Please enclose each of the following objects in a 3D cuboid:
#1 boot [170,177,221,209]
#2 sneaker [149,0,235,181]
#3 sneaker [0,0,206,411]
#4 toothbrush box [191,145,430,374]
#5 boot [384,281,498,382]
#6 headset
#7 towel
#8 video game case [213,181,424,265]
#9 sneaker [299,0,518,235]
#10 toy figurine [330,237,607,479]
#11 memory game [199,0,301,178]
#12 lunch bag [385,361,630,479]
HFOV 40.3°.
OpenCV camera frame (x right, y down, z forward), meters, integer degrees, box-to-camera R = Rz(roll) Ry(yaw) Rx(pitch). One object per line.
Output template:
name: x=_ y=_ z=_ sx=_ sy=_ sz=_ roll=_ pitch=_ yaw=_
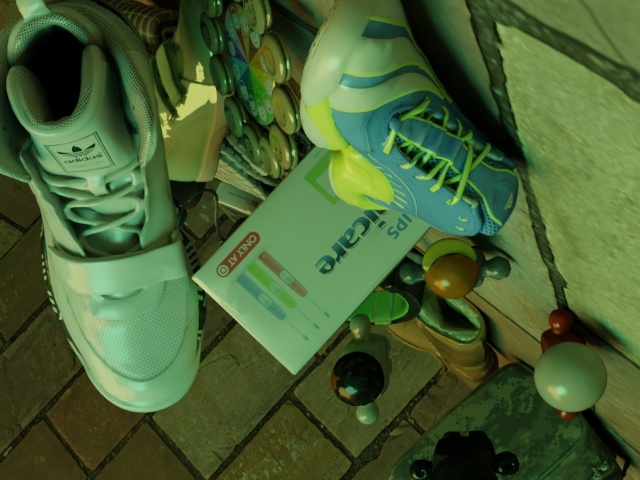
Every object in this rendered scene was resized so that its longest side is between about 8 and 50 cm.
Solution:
boot: x=-0.180 y=-0.105 z=1.575 sx=0.280 sy=0.096 sz=0.264 roll=48 pitch=-158 yaw=-47
sneaker: x=-0.169 y=-0.137 z=0.849 sx=0.256 sy=0.151 sz=0.094 roll=110 pitch=150 yaw=-54
sneaker: x=-0.177 y=-0.025 z=0.689 sx=0.210 sy=0.137 sz=0.366 roll=-150 pitch=50 yaw=-83
toothbrush box: x=0.008 y=0.008 z=0.836 sx=0.122 sy=0.206 sz=0.283 roll=43 pitch=177 yaw=3
boot: x=0.168 y=0.115 z=1.343 sx=0.236 sy=0.089 sz=0.269 roll=28 pitch=170 yaw=25
headset: x=-0.046 y=0.050 z=1.089 sx=0.394 sy=0.185 sz=0.243 roll=27 pitch=154 yaw=-35
towel: x=-0.161 y=-0.181 z=1.078 sx=0.235 sy=0.121 sz=0.283 roll=26 pitch=170 yaw=49
video game case: x=0.000 y=0.000 z=1.333 sx=0.300 sy=0.036 sz=0.329 roll=21 pitch=175 yaw=3
sneaker: x=0.065 y=-0.067 z=0.516 sx=0.126 sy=0.091 sz=0.240 roll=23 pitch=171 yaw=12
toy figurine: x=0.128 y=0.118 z=0.799 sx=0.209 sy=0.213 sz=0.148 roll=44 pitch=-170 yaw=5
memory game: x=-0.060 y=-0.137 z=0.691 sx=0.186 sy=0.012 sz=0.186 roll=55 pitch=156 yaw=39
lunch bag: x=0.294 y=0.370 z=1.300 sx=0.256 sy=0.305 sz=0.212 roll=50 pitch=175 yaw=-39
